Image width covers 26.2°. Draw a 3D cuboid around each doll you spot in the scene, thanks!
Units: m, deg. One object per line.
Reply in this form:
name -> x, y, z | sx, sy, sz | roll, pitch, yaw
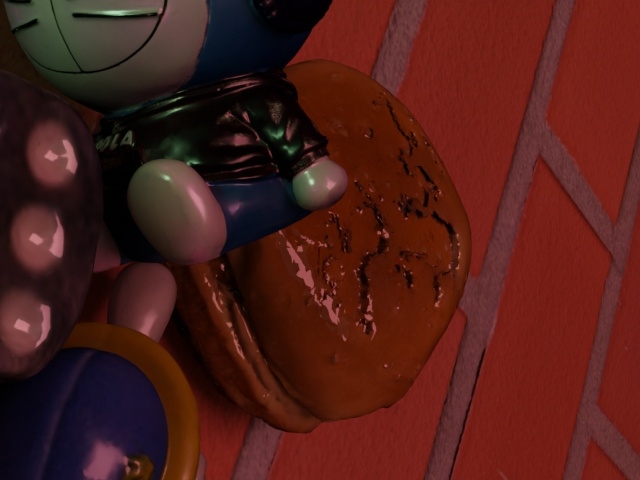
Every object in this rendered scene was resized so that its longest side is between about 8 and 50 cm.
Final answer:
doll -> -0.139, 0.132, 0.957 | 0.243, 0.159, 0.311 | 68, 31, -56
doll -> -0.102, -0.150, 0.960 | 0.240, 0.284, 0.310 | -23, 101, -50

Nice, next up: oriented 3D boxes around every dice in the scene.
dice -> -0.254, -0.013, 0.835 | 0.181, 0.183, 0.182 | 20, 73, -53

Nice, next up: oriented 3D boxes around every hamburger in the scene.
hamburger -> -0.005, 0.000, 1.191 | 0.284, 0.174, 0.304 | 56, 37, -17
